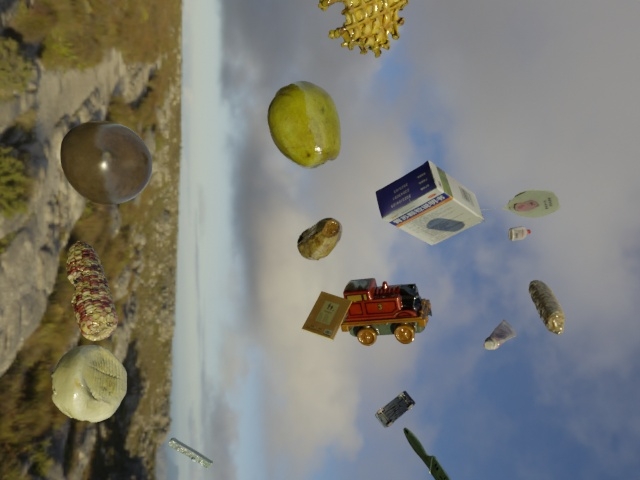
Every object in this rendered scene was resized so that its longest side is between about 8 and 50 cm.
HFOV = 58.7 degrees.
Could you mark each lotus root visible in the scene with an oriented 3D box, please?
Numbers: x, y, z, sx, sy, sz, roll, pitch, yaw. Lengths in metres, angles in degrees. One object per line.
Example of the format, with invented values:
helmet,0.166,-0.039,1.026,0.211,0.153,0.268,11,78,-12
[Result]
lotus root,0.000,0.000,1.613,0.110,0.097,0.258,-60,-171,-17

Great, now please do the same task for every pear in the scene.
pear,-0.052,-0.397,1.983,0.307,0.252,0.253,63,-17,6

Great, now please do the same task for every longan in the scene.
longan,-0.619,-0.225,1.655,0.258,0.257,0.258,179,-90,-77

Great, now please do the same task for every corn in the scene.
corn,-0.582,0.120,1.430,0.290,0.098,0.098,58,-29,33

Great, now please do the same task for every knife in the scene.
knife,0.283,0.569,1.470,0.043,0.019,0.293,-64,-156,10

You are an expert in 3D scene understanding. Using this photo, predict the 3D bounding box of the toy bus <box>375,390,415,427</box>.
toy bus,0.287,0.664,2.220,0.073,0.167,0.076,50,-29,20

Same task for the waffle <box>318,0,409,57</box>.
waffle,0.103,-0.545,1.296,0.051,0.231,0.229,20,-86,57

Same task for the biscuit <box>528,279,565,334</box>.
biscuit,0.548,0.155,1.378,0.061,0.055,0.219,60,18,-10

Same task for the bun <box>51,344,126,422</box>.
bun,-0.675,0.420,1.647,0.229,0.145,0.229,50,17,-21

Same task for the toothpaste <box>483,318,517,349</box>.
toothpaste,0.657,0.348,2.078,0.075,0.301,0.048,24,-72,29

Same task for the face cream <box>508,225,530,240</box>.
face cream,0.591,-0.022,1.686,0.021,0.083,0.040,7,-78,57

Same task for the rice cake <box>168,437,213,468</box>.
rice cake,-0.480,0.785,2.102,0.030,0.180,0.042,-60,179,4

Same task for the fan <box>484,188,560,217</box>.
fan,0.702,-0.121,2.069,0.182,0.310,0.010,49,43,-47

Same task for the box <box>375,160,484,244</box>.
box,0.339,-0.106,1.756,0.200,0.299,0.106,-30,-125,31

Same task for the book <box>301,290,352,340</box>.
book,0.023,0.256,1.947,0.012,0.118,0.172,87,26,-48

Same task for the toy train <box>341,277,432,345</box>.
toy train,0.223,0.255,2.118,0.163,0.368,0.232,-55,135,-62
